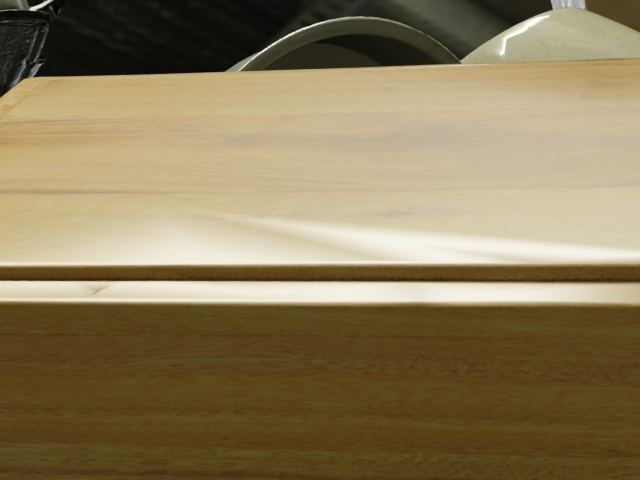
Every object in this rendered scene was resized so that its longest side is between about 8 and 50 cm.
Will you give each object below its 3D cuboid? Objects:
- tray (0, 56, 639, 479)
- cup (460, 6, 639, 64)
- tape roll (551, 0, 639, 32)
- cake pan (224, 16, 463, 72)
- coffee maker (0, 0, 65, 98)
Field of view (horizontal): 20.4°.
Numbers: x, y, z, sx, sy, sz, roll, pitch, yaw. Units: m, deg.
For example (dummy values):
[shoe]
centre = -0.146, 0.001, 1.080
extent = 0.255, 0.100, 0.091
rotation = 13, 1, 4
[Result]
[tray]
centre = 0.059, 0.004, 0.556
extent = 0.411, 0.203, 0.076
rotation = 0, -66, 16
[cup]
centre = 0.208, -0.045, 1.437
extent = 0.331, 0.237, 0.331
rotation = -29, -17, -9
[tape roll]
centre = 0.326, -0.241, 1.692
extent = 0.100, 0.286, 0.286
rotation = -20, -31, -16
[cake pan]
centre = 0.000, 0.000, 1.139
extent = 0.054, 0.293, 0.293
rotation = 19, -18, 49
[coffee maker]
centre = -0.282, -0.178, 1.256
extent = 0.171, 0.178, 0.120
rotation = -39, -26, 32
